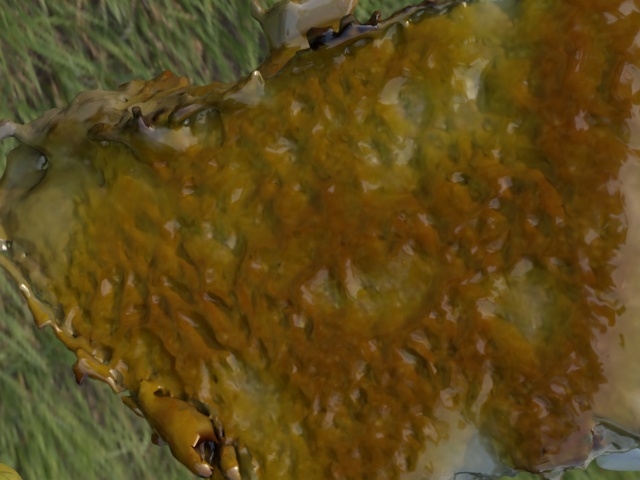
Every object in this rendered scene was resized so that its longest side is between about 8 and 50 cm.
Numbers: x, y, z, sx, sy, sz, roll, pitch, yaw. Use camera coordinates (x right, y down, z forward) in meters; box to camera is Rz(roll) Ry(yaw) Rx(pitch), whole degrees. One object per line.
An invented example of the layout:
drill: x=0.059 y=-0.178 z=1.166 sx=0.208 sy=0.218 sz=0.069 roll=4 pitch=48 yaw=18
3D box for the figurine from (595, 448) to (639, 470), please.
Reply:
figurine: x=0.232 y=0.033 z=0.842 sx=0.253 sy=0.211 sz=0.361 roll=-45 pitch=178 yaw=-21

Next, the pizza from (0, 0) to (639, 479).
pizza: x=0.000 y=0.000 z=0.457 sx=0.297 sy=0.189 sz=0.071 roll=-10 pitch=177 yaw=24

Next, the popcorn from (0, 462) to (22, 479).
popcorn: x=-0.203 y=0.159 z=0.426 sx=0.266 sy=0.233 sz=0.192 roll=-51 pitch=141 yaw=-32
